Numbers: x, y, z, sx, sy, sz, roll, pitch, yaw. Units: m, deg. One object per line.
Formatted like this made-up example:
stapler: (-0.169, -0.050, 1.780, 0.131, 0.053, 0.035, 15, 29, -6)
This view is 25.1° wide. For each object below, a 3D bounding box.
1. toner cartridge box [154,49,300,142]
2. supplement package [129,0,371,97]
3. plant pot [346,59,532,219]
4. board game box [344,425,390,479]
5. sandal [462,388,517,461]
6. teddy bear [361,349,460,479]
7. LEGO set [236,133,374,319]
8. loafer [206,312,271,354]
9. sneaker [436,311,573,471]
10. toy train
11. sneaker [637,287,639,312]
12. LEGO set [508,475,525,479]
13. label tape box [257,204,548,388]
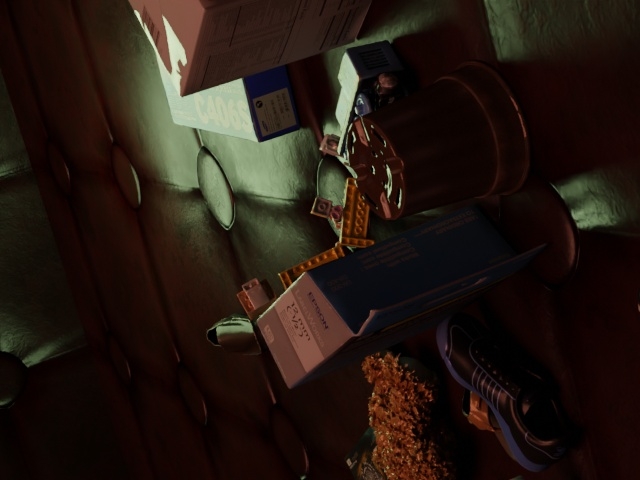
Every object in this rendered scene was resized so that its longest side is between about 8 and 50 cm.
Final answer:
toner cartridge box: (-0.157, -0.257, 2.281, 0.348, 0.075, 0.165, 18, 124, 61)
supplement package: (-0.089, -0.345, 1.824, 0.199, 0.263, 0.198, 61, 156, 19)
plant pot: (0.131, -0.108, 1.671, 0.167, 0.165, 0.167, 45, 146, 42)
board game box: (0.099, 0.371, 2.305, 0.126, 0.026, 0.186, 61, 155, 17)
sandal: (0.209, 0.200, 1.884, 0.219, 0.060, 0.090, 60, 155, 20)
teddy bear: (0.128, 0.311, 2.089, 0.245, 0.113, 0.338, 33, 138, 57)
LEGO set: (0.000, 0.000, 1.998, 0.132, 0.287, 0.107, 29, 176, -3)
loafer: (-0.145, 0.178, 2.607, 0.220, 0.078, 0.080, -12, 98, 67)
sneaker: (0.235, 0.175, 1.795, 0.232, 0.081, 0.090, 54, 150, 16)
toy train: (0.065, -0.172, 1.878, 0.184, 0.080, 0.105, 104, 148, -56)
sneaker: (0.400, 0.019, 1.311, 0.283, 0.107, 0.124, -3, 92, 62)
LEGO set: (0.319, 0.389, 1.764, 0.093, 0.087, 0.227, 145, 103, -82)
label tape box: (0.091, 0.056, 1.782, 0.115, 0.249, 0.347, 64, 156, 11)
